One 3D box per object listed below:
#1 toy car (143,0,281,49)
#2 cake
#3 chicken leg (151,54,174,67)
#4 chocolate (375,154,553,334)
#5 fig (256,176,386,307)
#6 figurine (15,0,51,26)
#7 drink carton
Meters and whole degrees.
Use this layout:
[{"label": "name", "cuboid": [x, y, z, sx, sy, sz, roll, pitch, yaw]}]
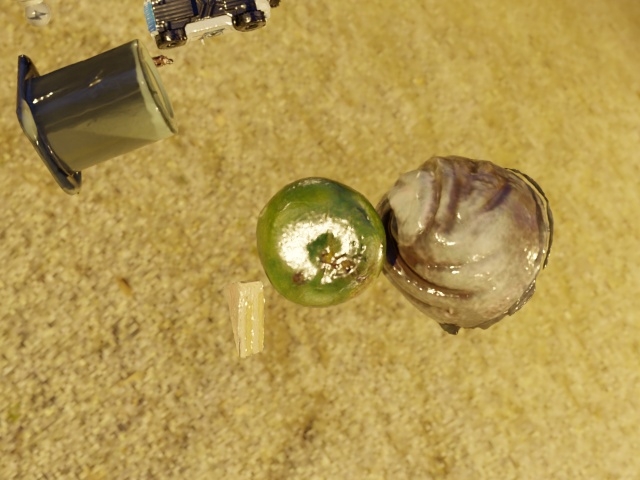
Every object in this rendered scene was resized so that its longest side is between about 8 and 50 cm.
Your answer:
[{"label": "toy car", "cuboid": [-0.134, -0.292, 1.391, 0.070, 0.170, 0.080, 110, -34, -86]}, {"label": "cake", "cuboid": [-0.117, 0.123, 1.754, 0.052, 0.065, 0.121, -3, 91, -33]}, {"label": "chicken leg", "cuboid": [-0.336, -0.368, 2.303, 0.083, 0.036, 0.021, -25, 72, -32]}, {"label": "chocolate", "cuboid": [0.205, -0.014, 1.838, 0.213, 0.303, 0.303, 22, 42, -42]}, {"label": "fig", "cuboid": [0.000, 0.000, 1.724, 0.203, 0.203, 0.235, 51, 4, -3]}, {"label": "figurine", "cuboid": [-0.607, -0.481, 2.019, 0.261, 0.382, 0.186, 52, -2, -35]}, {"label": "drink carton", "cuboid": [-0.323, -0.195, 1.637, 0.185, 0.189, 0.191, -112, 178, -49]}]
